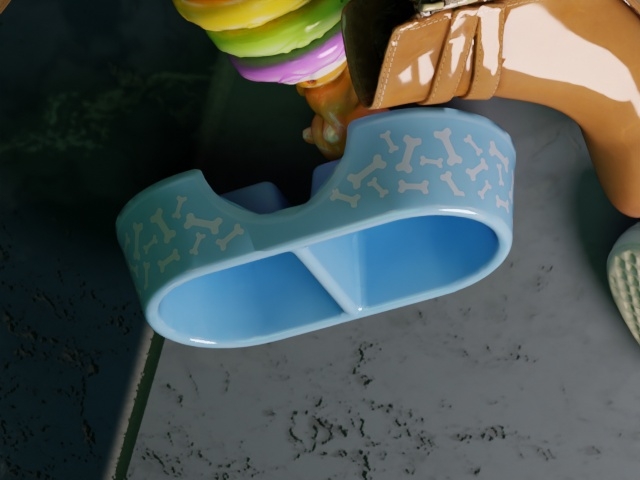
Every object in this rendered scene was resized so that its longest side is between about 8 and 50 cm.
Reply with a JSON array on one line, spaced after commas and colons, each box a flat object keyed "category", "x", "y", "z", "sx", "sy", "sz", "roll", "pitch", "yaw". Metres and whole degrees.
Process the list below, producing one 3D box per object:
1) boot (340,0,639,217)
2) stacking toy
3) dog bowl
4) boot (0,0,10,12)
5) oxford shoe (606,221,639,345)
[{"category": "boot", "x": 0.128, "y": -0.115, "z": 0.967, "sx": 0.220, "sy": 0.109, "sz": 0.283, "roll": -24, "pitch": 118, "yaw": -25}, {"category": "stacking toy", "x": -0.025, "y": -0.165, "z": 1.003, "sx": 0.175, "sy": 0.166, "sz": 0.302, "roll": -14, "pitch": 129, "yaw": 21}, {"category": "dog bowl", "x": 0.000, "y": 0.000, "z": 1.081, "sx": 0.297, "sy": 0.074, "sz": 0.166, "roll": -16, "pitch": 151, "yaw": 13}, {"category": "boot", "x": -0.255, "y": -0.280, "z": 0.970, "sx": 0.203, "sy": 0.095, "sz": 0.262, "roll": 20, "pitch": 114, "yaw": -8}, {"category": "oxford shoe", "x": 0.403, "y": 0.116, "z": 1.136, "sx": 0.449, "sy": 0.169, "sz": 0.130, "roll": 36, "pitch": 73, "yaw": -7}]
